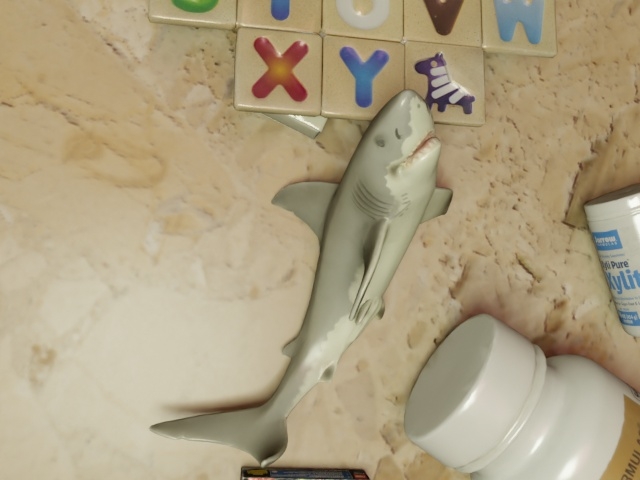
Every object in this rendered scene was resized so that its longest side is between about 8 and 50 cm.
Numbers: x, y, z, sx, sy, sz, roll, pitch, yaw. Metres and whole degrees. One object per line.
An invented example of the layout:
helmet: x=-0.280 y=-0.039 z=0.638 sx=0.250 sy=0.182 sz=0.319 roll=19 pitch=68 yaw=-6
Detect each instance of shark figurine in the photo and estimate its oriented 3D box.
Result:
shark figurine: x=-0.004 y=0.020 z=0.526 sx=0.116 sy=0.166 sz=0.278 roll=31 pitch=103 yaw=18

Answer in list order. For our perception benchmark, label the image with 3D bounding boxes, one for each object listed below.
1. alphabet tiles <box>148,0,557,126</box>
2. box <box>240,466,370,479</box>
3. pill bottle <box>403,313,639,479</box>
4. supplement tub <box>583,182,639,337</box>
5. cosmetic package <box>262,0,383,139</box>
alphabet tiles: x=0.030 y=-0.248 z=0.528 sx=0.285 sy=0.011 sz=0.342 roll=3 pitch=78 yaw=-9
box: x=-0.015 y=0.236 z=0.539 sx=0.094 sy=0.027 sz=0.137 roll=3 pitch=89 yaw=-8
pill bottle: x=0.179 y=0.155 z=0.519 sx=0.229 sy=0.131 sz=0.131 roll=35 pitch=84 yaw=-7
supplement tub: x=0.248 y=0.013 z=0.562 sx=0.071 sy=0.071 sz=0.107 roll=-21 pitch=92 yaw=-9
cosmetic package: x=-0.004 y=-0.138 z=0.538 sx=0.060 sy=0.041 sz=0.115 roll=27 pitch=86 yaw=-6
